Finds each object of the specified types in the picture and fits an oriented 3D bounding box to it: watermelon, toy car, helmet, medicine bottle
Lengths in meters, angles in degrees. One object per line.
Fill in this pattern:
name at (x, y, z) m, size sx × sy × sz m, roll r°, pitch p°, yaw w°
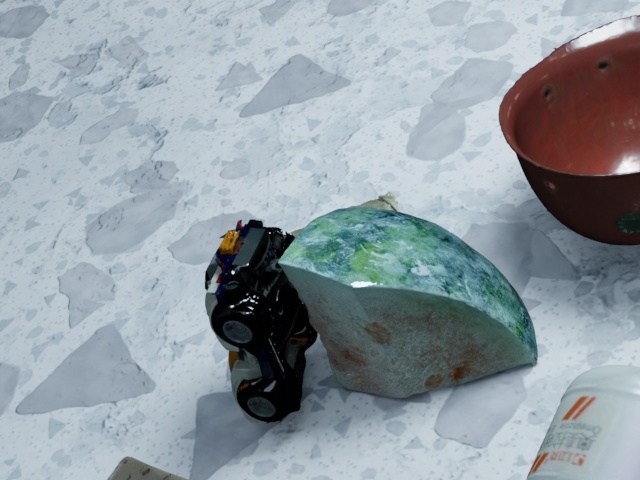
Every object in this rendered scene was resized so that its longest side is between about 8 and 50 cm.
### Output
watermelon at (0.101, 0.105, 1.914) m, size 0.387 × 0.258 × 0.228 m, roll 19°, pitch 25°, yaw -14°
toy car at (-0.085, 0.107, 1.903) m, size 0.118 × 0.301 × 0.193 m, roll 2°, pitch 43°, yaw 22°
helmet at (0.447, -0.129, 1.948) m, size 0.338 × 0.230 × 0.385 m, roll -1°, pitch 38°, yaw 23°
medicine bottle at (0.343, 0.320, 1.523) m, size 0.241 × 0.241 × 0.302 m, roll 13°, pitch 63°, yaw 34°

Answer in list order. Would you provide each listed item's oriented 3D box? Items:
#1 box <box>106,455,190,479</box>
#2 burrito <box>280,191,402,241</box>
box at (-0.132, 0.426, 1.654) m, size 0.297 × 0.225 × 0.190 m, roll 11°, pitch 54°, yaw 34°
burrito at (0.000, 0.000, 2.154) m, size 0.275 × 0.059 × 0.082 m, roll -22°, pitch 35°, yaw 3°
